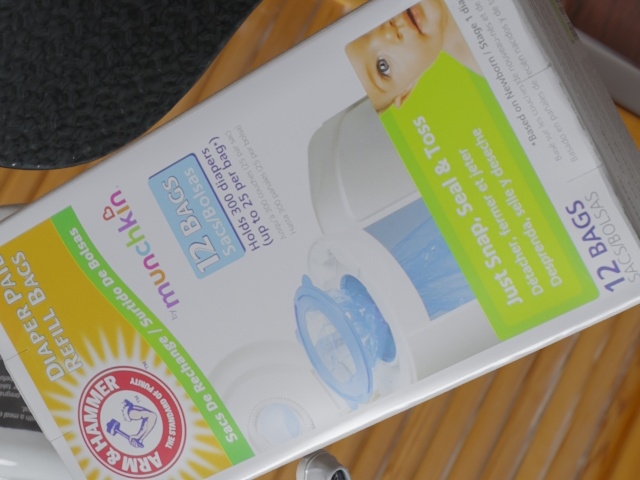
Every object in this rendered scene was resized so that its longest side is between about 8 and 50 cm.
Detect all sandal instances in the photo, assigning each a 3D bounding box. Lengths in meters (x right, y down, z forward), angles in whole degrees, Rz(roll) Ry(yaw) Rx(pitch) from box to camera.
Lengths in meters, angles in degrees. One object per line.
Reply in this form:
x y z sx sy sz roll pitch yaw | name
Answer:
-0.144 -0.208 1.061 0.446 0.167 0.107 -41 -168 -18 | sandal

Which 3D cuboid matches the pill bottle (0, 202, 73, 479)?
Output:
-0.269 0.140 1.142 0.176 0.176 0.318 131 -33 -65 | pill bottle

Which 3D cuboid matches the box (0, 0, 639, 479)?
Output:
0.000 0.000 0.409 0.203 0.114 0.103 -27 -178 20 | box

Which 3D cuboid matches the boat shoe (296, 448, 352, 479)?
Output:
0.022 0.328 1.416 0.063 0.066 0.184 19 -59 53 | boat shoe
